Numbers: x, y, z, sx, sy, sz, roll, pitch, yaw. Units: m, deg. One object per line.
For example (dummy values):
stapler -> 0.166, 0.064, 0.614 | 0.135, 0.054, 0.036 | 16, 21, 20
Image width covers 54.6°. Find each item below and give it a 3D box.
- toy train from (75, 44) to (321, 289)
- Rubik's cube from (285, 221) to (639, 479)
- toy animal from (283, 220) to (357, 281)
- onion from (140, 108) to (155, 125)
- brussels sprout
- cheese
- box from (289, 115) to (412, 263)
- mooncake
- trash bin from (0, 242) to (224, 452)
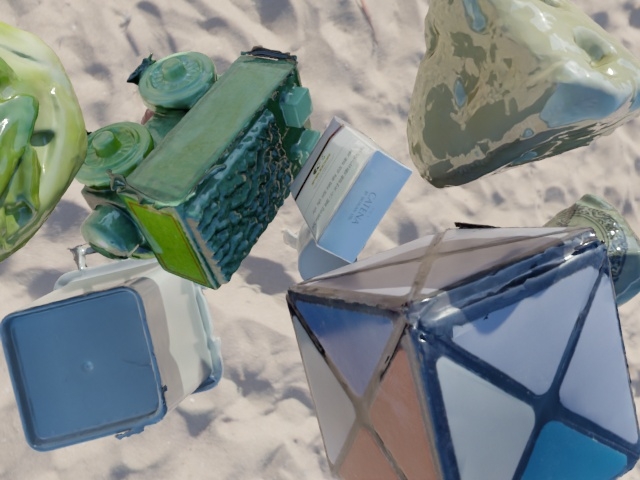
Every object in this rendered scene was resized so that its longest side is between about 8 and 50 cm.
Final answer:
toy train -> -0.127, -0.083, 0.653 | 0.272, 0.188, 0.159 | -58, 151, -31
Rubik's cube -> 0.178, 0.161, 0.787 | 0.310, 0.305, 0.307 | -21, 100, -27
toy animal -> 0.002, 0.001, 1.082 | 0.103, 0.221, 0.131 | 27, 96, -15
onion -> -0.388, -0.288, 1.797 | 0.272, 0.272, 0.195 | 15, 51, -28
brussels sprout -> -0.268, -0.063, 0.392 | 0.223, 0.161, 0.223 | 33, 46, -42
cheese -> 0.196, -0.177, 0.700 | 0.173, 0.248, 0.251 | -13, 68, -35
box -> 0.018, -0.049, 0.516 | 0.040, 0.154, 0.084 | 26, 103, -18
mooncake -> 0.500, 0.044, 1.223 | 0.250, 0.254, 0.136 | -38, 123, 19
trash bin -> -0.299, 0.131, 0.913 | 0.255, 0.367, 0.296 | -12, 91, -3
